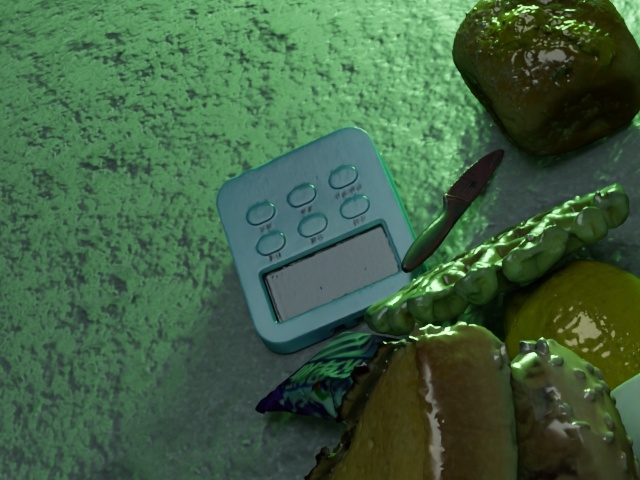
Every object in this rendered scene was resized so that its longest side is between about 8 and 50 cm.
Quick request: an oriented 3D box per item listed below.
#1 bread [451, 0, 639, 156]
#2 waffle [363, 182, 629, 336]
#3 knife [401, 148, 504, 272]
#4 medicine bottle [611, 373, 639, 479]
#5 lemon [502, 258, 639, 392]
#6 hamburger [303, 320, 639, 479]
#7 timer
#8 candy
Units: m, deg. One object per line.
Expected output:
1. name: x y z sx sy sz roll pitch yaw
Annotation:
1. bread: 0.280 -0.243 1.517 0.195 0.176 0.246 -29 45 -1
2. waffle: 0.192 0.026 1.303 0.309 0.292 0.056 -29 88 -8
3. knife: 0.166 -0.043 1.484 0.035 0.018 0.247 34 56 9
4. medicine bottle: 0.368 0.280 1.004 0.212 0.212 0.325 -28 44 3
5. lemon: 0.282 0.114 1.210 0.180 0.181 0.193 -39 38 -8
6. hamburger: 0.117 0.310 0.962 0.268 0.446 0.287 10 38 -18
7. timer: 0.000 0.000 1.513 0.231 0.091 0.250 -24 52 5
8. candy: 0.037 0.158 1.319 0.145 0.070 0.275 -44 19 -23
